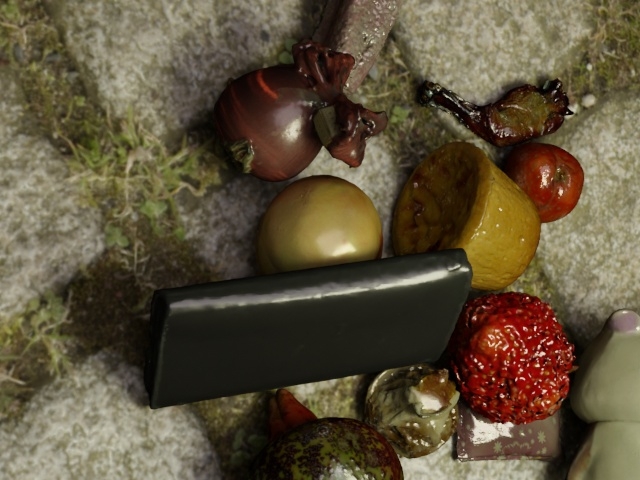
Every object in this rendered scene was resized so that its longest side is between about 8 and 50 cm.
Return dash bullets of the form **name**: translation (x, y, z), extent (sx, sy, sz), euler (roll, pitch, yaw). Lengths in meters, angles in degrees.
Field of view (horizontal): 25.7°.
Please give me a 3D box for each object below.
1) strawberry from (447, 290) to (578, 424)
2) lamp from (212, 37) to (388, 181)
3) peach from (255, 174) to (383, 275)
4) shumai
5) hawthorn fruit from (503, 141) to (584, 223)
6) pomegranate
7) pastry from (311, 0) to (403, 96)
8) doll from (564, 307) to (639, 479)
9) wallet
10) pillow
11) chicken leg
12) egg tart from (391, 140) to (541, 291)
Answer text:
- **strawberry**: translation (0.256, 0.151, 1.921), extent (0.187, 0.184, 0.201), euler (-60, 147, -9)
- **lamp**: translation (-0.047, -0.155, 1.821), extent (0.151, 0.223, 0.215), euler (11, 45, -41)
- **peach**: translation (0.000, 0.000, 1.847), extent (0.184, 0.184, 0.184), euler (3, 82, -24)
- **shumai**: translation (0.135, 0.227, 1.909), extent (0.146, 0.116, 0.145), euler (2, 84, -22)
- **hawthorn fruit**: translation (0.323, -0.087, 2.039), extent (0.128, 0.128, 0.128), euler (3, 82, -24)
- **pomegranate**: translation (-0.009, 0.295, 1.808), extent (0.214, 0.214, 0.248), euler (-6, 52, -25)
- **pastry**: translation (0.054, -0.320, 1.957), extent (0.112, 0.103, 0.265), euler (18, 78, -29)
- **doll**: translation (0.453, 0.292, 1.995), extent (0.215, 0.226, 0.370), euler (8, 76, -19)
- **wallet**: translation (-0.018, 0.111, 1.787), extent (0.406, 0.228, 0.062), euler (-7, 54, -17)
- **pillow**: translation (0.275, 0.264, 2.010), extent (0.185, 0.043, 0.118), euler (3, 83, -24)
- **chicken leg**: translation (0.262, -0.190, 2.061), extent (0.253, 0.051, 0.106), euler (0, 77, -24)
- **egg tart**: translation (0.212, -0.023, 1.942), extent (0.147, 0.202, 0.202), euler (23, 74, -29)
